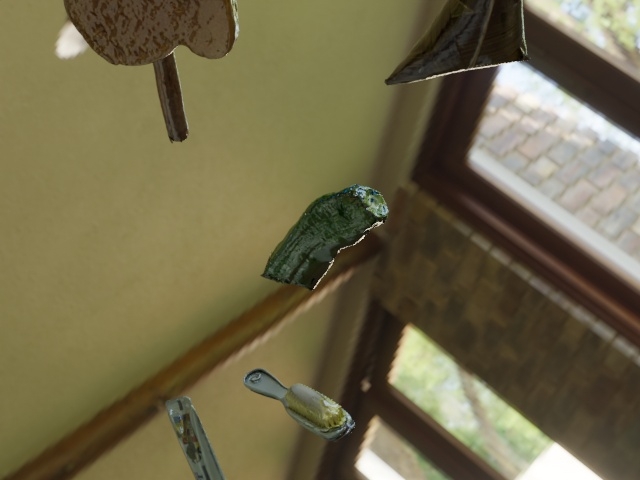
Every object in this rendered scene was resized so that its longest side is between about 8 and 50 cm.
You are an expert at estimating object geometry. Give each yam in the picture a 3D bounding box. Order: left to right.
[{"bbox_3d":[-0.279,-0.300,2.364,0.046,0.046,0.264,-32,-57,-39],"label":"yam"}]

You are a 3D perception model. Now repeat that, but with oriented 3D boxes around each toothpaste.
[{"bbox_3d":[-0.161,0.347,1.903,0.037,0.255,0.067,-24,3,-41],"label":"toothpaste"}]

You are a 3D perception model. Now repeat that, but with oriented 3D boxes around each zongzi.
[{"bbox_3d":[0.211,-0.368,2.082,0.241,0.111,0.247,-16,-46,-8],"label":"zongzi"}]

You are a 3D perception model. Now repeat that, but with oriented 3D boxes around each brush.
[{"bbox_3d":[-0.051,0.272,2.308,0.068,0.297,0.060,-39,-55,-24],"label":"brush"}]

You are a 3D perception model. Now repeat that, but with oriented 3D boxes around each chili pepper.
[{"bbox_3d":[0.000,-0.002,1.823,0.224,0.098,0.061,-41,31,36],"label":"chili pepper"}]

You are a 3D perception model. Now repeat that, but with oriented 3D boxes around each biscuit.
[{"bbox_3d":[-0.238,-0.397,1.989,0.344,0.287,0.057,-48,8,37],"label":"biscuit"}]
